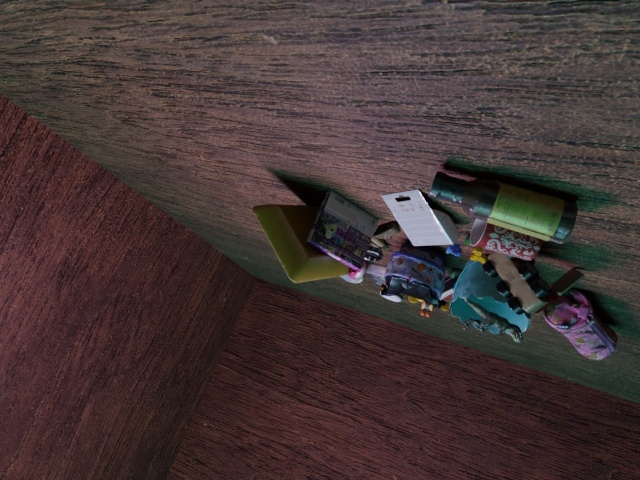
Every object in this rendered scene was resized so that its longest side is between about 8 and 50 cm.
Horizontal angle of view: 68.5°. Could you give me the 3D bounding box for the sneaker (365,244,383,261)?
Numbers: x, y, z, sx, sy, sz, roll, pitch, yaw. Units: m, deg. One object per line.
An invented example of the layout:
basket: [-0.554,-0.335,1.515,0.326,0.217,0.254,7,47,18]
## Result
sneaker: [0.162,0.040,2.003,0.208,0.081,0.094,24,-179,6]

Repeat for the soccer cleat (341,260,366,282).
soccer cleat: [0.185,0.157,2.389,0.143,0.116,0.331,36,170,-13]

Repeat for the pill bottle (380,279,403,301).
pill bottle: [0.340,0.171,2.083,0.103,0.184,0.103,21,165,6]

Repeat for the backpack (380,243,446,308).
backpack: [0.380,0.136,1.868,0.276,0.213,0.263,12,171,15]

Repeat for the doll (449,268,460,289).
doll: [0.600,0.187,1.912,0.189,0.129,0.046,45,149,30]

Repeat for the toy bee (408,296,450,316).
toy bee: [0.517,0.295,2.289,0.195,0.162,0.298,7,160,37]

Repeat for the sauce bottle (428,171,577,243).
sauce bottle: [0.448,-0.093,1.178,0.344,0.111,0.111,20,165,13]

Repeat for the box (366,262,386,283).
box: [0.362,0.195,2.377,0.231,0.056,0.183,15,162,26]

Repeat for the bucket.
bucket: [0.619,0.194,1.690,0.281,0.183,0.281,18,152,10]

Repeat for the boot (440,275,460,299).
boot: [0.602,0.244,2.088,0.176,0.088,0.244,25,149,-18]

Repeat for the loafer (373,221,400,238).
loafer: [0.250,-0.030,1.773,0.050,0.056,0.148,34,163,-15]

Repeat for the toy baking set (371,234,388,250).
toy baking set: [0.166,-0.017,1.986,0.197,0.030,0.256,8,159,44]

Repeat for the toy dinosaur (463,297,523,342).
toy dinosaur: [0.565,0.277,1.614,0.268,0.064,0.118,30,137,-12]

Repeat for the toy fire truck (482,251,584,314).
toy fire truck: [0.671,0.108,1.462,0.246,0.217,0.158,8,134,-38]

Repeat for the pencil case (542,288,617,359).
pencil case: [0.968,0.316,1.744,0.160,0.167,0.386,-29,135,29]

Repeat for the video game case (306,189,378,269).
video game case: [0.083,-0.035,1.700,0.232,0.210,0.042,29,161,-25]

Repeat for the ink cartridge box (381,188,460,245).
ink cartridge box: [0.322,-0.081,1.521,0.224,0.056,0.181,55,153,-19]

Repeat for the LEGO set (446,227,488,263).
LEGO set: [0.494,0.017,1.529,0.227,0.087,0.093,17,164,16]

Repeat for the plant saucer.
plant saucer: [-0.047,-0.016,1.746,0.333,0.332,0.081,-3,146,-51]

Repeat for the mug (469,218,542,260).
mug: [0.536,-0.022,1.360,0.169,0.150,0.113,18,128,0]
